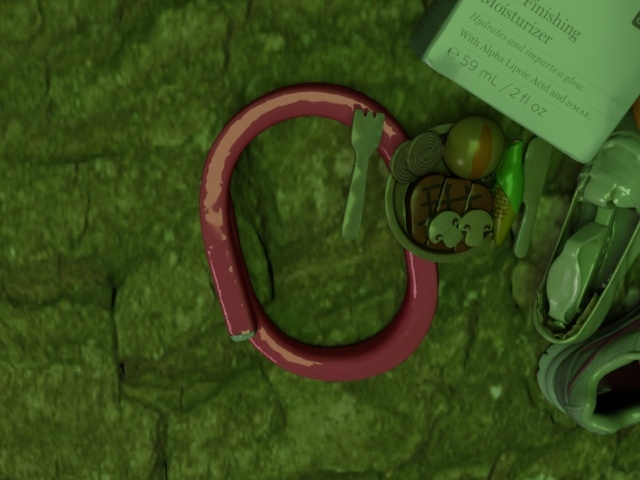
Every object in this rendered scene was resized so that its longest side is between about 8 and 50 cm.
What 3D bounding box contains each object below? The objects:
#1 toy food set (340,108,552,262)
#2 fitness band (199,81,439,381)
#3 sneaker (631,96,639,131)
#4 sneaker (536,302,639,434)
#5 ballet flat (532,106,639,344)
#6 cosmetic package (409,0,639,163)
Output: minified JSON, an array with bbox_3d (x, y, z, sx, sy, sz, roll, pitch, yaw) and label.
[{"bbox_3d":[0.116,-0.043,0.702,0.192,0.038,0.132,4,102,-18],"label":"toy food set"},{"bbox_3d":[0.000,0.000,0.755,0.209,0.054,0.291,-9,109,7],"label":"fitness band"},{"bbox_3d":[0.374,-0.130,0.624,0.262,0.121,0.099,-11,93,-8],"label":"sneaker"},{"bbox_3d":[0.320,0.098,0.736,0.252,0.111,0.103,-42,101,15],"label":"sneaker"},{"bbox_3d":[0.247,-0.016,0.709,0.086,0.086,0.248,16,108,-2],"label":"ballet flat"},{"bbox_3d":[0.183,-0.186,0.628,0.151,0.151,0.184,30,108,-7],"label":"cosmetic package"}]
